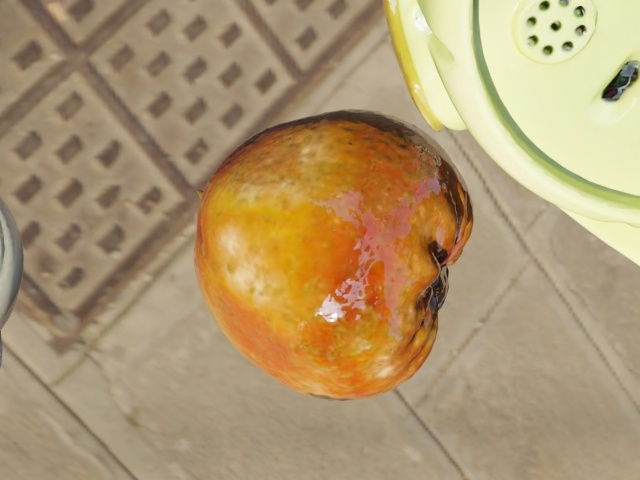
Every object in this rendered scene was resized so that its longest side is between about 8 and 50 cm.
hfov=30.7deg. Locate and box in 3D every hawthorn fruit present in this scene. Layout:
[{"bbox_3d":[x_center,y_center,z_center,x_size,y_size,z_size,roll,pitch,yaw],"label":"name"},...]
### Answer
[{"bbox_3d":[0.000,0.000,1.587,0.403,0.403,0.402,0,91,-34],"label":"hawthorn fruit"}]

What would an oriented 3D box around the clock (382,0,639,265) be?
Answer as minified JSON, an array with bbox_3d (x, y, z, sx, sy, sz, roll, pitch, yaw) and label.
[{"bbox_3d":[0.171,-0.127,0.532,0.348,0.117,0.286,28,117,-20],"label":"clock"}]

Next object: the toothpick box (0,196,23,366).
[{"bbox_3d":[-0.402,0.078,1.064,0.229,0.316,0.229,10,58,-16],"label":"toothpick box"}]
